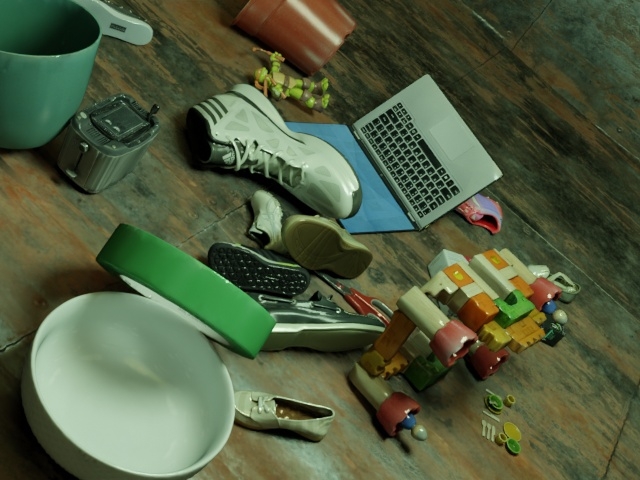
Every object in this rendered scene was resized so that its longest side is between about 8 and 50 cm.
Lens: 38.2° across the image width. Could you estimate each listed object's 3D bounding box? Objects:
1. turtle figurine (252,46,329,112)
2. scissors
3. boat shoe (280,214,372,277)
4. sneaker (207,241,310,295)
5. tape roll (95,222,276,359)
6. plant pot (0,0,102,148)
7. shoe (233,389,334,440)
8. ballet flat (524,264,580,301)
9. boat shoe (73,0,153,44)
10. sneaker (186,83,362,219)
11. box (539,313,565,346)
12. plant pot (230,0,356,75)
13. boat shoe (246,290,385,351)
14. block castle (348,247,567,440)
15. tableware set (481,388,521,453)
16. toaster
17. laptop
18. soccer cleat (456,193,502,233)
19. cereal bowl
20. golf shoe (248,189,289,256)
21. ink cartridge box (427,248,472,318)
[{"bbox_3d":[-0.088,-0.402,2.423,0.217,0.087,0.269,17,32,-19],"label":"turtle figurine"},{"bbox_3d":[0.059,0.110,2.053,0.297,0.021,0.109,43,38,9],"label":"scissors"},{"bbox_3d":[0.000,0.000,2.013,0.302,0.109,0.098,23,20,-53],"label":"boat shoe"},{"bbox_3d":[-0.132,0.056,1.915,0.235,0.084,0.097,21,15,-24],"label":"sneaker"},{"bbox_3d":[-0.231,0.090,1.588,0.321,0.321,0.077,34,78,-7],"label":"tape roll"},{"bbox_3d":[-0.579,-0.318,1.750,0.293,0.235,0.293,13,36,-9],"label":"plant pot"},{"bbox_3d":[-0.074,0.308,1.680,0.219,0.058,0.076,19,40,-25],"label":"shoe"},{"bbox_3d":[0.612,0.101,2.497,0.213,0.068,0.072,24,38,-19],"label":"ballet flat"},{"bbox_3d":[-0.512,-0.545,2.227,0.229,0.080,0.076,14,36,-32],"label":"boat shoe"},{"bbox_3d":[-0.132,-0.168,2.098,0.447,0.169,0.257,40,42,17],"label":"sneaker"},{"bbox_3d":[0.570,0.219,2.344,0.083,0.052,0.062,26,36,-16],"label":"box"},{"bbox_3d":[-0.060,-0.615,2.558,0.265,0.272,0.272,40,35,-11],"label":"plant pot"},{"bbox_3d":[-0.016,0.154,1.845,0.340,0.127,0.113,2,60,-28],"label":"boat shoe"},{"bbox_3d":[0.302,0.212,1.911,0.213,0.303,0.453,46,35,22],"label":"block castle"},{"bbox_3d":[0.405,0.395,2.032,0.104,0.024,0.154,32,35,-9],"label":"tableware set"},{"bbox_3d":[-0.425,-0.196,1.855,0.129,0.146,0.227,40,36,1],"label":"toaster"},{"bbox_3d":[0.181,-0.234,2.361,0.382,0.408,0.236,59,7,26],"label":"laptop"},{"bbox_3d":[0.398,-0.100,2.528,0.248,0.083,0.095,25,42,-23],"label":"soccer cleat"},{"bbox_3d":[-0.314,0.254,1.460,0.339,0.141,0.339,24,37,-20],"label":"cereal bowl"},{"bbox_3d":[-0.124,-0.040,2.019,0.086,0.069,0.176,-7,52,-35],"label":"golf shoe"},{"bbox_3d":[0.348,0.121,2.241,0.128,0.072,0.175,17,40,-28],"label":"ink cartridge box"}]
